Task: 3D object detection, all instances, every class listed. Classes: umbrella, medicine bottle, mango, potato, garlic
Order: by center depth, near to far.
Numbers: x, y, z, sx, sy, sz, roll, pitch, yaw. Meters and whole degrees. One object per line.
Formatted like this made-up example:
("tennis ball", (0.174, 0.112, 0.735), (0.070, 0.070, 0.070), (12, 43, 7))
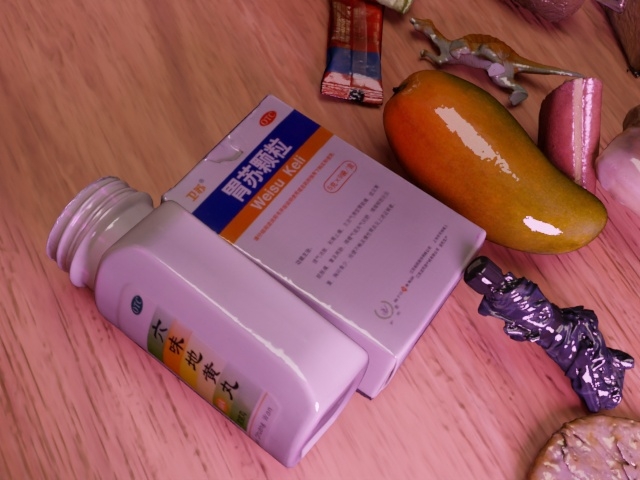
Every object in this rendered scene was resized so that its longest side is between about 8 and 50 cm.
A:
("medicine bottle", (-0.116, 0.071, 0.974), (0.324, 0.179, 0.124), (39, 59, 12))
("umbrella", (0.248, 0.090, 1.059), (0.224, 0.071, 0.080), (38, 53, -13))
("mango", (0.194, -0.082, 1.165), (0.289, 0.129, 0.146), (46, 51, 12))
("garlic", (0.461, -0.079, 1.208), (0.228, 0.110, 0.217), (44, 44, -4))
("potato", (0.468, -0.360, 1.417), (0.138, 0.098, 0.243), (-10, 62, -19))

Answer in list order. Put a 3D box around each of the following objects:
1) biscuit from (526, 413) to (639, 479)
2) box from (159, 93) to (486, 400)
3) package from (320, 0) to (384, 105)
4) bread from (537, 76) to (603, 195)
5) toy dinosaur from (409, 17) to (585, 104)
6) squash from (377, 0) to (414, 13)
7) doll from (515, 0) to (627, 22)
("biscuit", (0.310, 0.282, 1.019), (0.220, 0.033, 0.219), (5, 59, -9))
("box", (0.000, 0.000, 1.086), (0.299, 0.106, 0.200), (34, 56, 9))
("package", (0.045, -0.262, 1.309), (0.083, 0.022, 0.200), (8, 57, -6))
("bread", (0.304, -0.121, 1.222), (0.067, 0.192, 0.119), (-3, 25, 2))
("toy dinosaur", (0.231, -0.244, 1.331), (0.212, 0.057, 0.142), (5, 38, -22))
("squash", (0.073, -0.437, 1.420), (0.237, 0.155, 0.204), (34, 89, 7))
("doll", (0.322, -0.370, 1.385), (0.221, 0.105, 0.114), (28, 94, 6))
